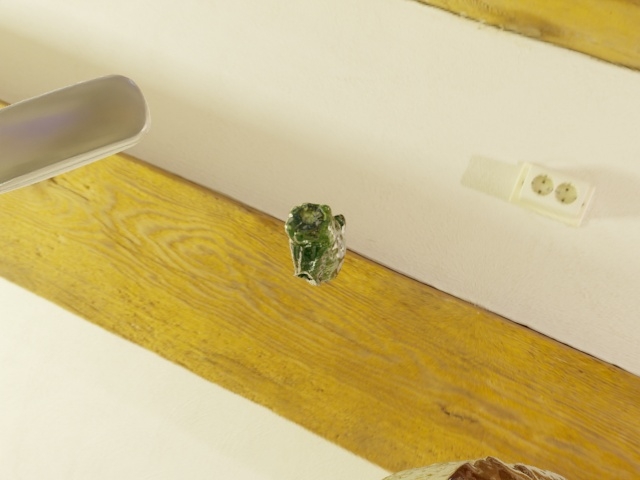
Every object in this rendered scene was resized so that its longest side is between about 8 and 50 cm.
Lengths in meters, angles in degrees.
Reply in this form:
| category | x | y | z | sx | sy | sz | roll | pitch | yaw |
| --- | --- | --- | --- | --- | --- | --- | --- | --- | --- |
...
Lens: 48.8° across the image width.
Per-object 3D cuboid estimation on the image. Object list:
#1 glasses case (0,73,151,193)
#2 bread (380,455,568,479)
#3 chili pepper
| category | x | y | z | sx | sy | sz | roll | pitch | yaw |
| --- | --- | --- | --- | --- | --- | --- | --- | --- | --- |
| glasses case | -0.264 | -0.105 | 0.696 | 0.193 | 0.049 | 0.074 | -22 | -94 | -10 |
| bread | 0.118 | 0.286 | 0.508 | 0.148 | 0.270 | 0.269 | -19 | -102 | 47 |
| chili pepper | 0.000 | 0.006 | 0.662 | 0.050 | 0.182 | 0.073 | -1 | -91 | 3 |
